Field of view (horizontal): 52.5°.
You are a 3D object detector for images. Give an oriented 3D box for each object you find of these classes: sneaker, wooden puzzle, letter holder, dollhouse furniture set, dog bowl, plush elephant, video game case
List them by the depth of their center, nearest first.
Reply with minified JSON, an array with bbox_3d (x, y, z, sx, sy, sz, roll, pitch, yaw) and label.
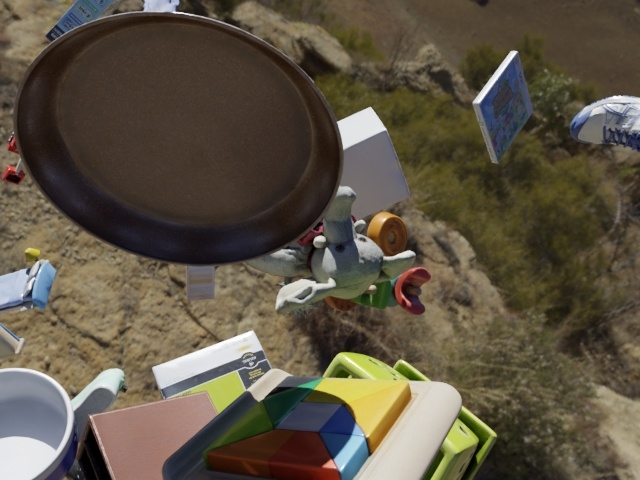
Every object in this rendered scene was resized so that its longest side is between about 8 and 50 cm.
[{"bbox_3d":[-0.004,0.188,0.650,0.221,0.239,0.044,-32,117,-55],"label":"wooden puzzle"},{"bbox_3d":[0.000,0.000,1.111,0.272,0.255,0.330,-23,109,-38],"label":"plush elephant"},{"bbox_3d":[-0.619,0.391,1.277,0.265,0.104,0.265,5,48,-5],"label":"dog bowl"},{"bbox_3d":[0.726,-0.258,1.487,0.112,0.296,0.131,55,41,-40],"label":"sneaker"},{"bbox_3d":[-0.374,0.504,1.510,0.302,0.152,0.214,-3,41,-40],"label":"letter holder"},{"bbox_3d":[0.467,-0.336,1.644,0.212,0.023,0.193,-52,132,-24],"label":"video game case"},{"bbox_3d":[-0.899,0.144,1.698,0.198,0.286,0.303,65,17,-44],"label":"dollhouse furniture set"},{"bbox_3d":[-0.619,0.446,1.729,0.094,0.256,0.151,49,9,-9],"label":"sneaker"}]

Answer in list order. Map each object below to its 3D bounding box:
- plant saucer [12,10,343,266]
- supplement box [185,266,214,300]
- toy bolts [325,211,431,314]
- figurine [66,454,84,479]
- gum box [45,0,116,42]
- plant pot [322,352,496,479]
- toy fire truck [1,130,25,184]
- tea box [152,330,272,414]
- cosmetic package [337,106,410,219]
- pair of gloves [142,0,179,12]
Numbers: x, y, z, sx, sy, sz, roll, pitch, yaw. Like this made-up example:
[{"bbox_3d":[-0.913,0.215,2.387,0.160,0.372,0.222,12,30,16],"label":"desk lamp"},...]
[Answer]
[{"bbox_3d":[-0.133,-0.091,0.641,0.311,0.310,0.050,23,41,-22],"label":"plant saucer"},{"bbox_3d":[-0.272,0.084,1.469,0.062,0.098,0.036,-2,22,-17],"label":"supplement box"},{"bbox_3d":[0.113,0.060,1.387,0.228,0.158,0.218,24,77,-41],"label":"toy bolts"},{"bbox_3d":[-0.646,0.536,1.564,0.209,0.092,0.215,60,6,-10],"label":"figurine"},{"bbox_3d":[-0.350,-0.394,1.051,0.041,0.184,0.157,43,17,-22],"label":"gum box"},{"bbox_3d":[0.109,0.313,0.965,0.227,0.228,0.207,36,16,34],"label":"plant pot"},{"bbox_3d":[-0.845,-0.269,1.843,0.047,0.192,0.135,22,21,-42],"label":"toy fire truck"},{"bbox_3d":[-0.293,0.504,1.969,0.329,0.220,0.323,-18,57,-19],"label":"tea box"},{"bbox_3d":[0.008,-0.148,1.647,0.156,0.385,0.217,-114,180,-54],"label":"cosmetic package"},{"bbox_3d":[-0.242,-0.339,0.841,0.198,0.023,0.159,39,24,-34],"label":"pair of gloves"}]
